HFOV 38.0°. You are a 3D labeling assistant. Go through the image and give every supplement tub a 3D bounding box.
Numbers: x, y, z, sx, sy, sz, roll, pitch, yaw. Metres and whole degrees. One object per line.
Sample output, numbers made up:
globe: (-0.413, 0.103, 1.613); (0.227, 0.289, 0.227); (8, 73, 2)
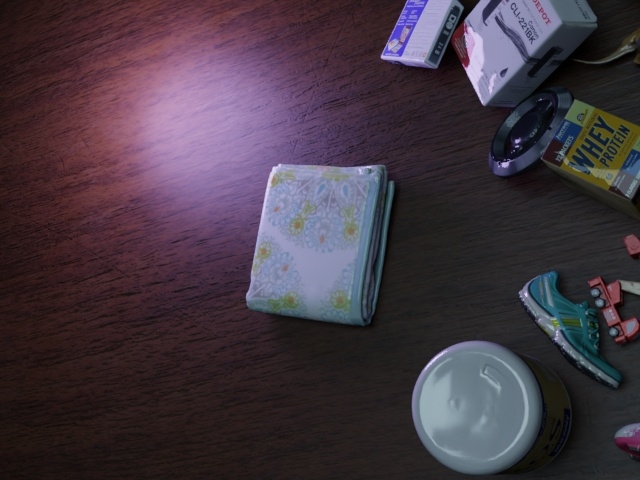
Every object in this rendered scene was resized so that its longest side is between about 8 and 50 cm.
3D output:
supplement tub: (0.340, 0.325, 1.773); (0.241, 0.331, 0.241); (-7, 75, 27)

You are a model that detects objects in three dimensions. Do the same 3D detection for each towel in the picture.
towel: (0.000, 0.000, 2.182); (0.320, 0.090, 0.375); (5, 80, 32)

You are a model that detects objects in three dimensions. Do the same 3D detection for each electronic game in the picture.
electronic game: (0.441, -0.228, 1.956); (0.229, 0.048, 0.229); (-45, 23, 25)

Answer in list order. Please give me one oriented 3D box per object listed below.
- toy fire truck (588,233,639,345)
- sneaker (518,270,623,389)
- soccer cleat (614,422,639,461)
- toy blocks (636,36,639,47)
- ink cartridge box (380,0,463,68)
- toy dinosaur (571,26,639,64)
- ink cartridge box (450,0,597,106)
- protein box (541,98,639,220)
toy fire truck: (0.611, 0.099, 1.846); (0.135, 0.047, 0.192); (-27, 67, 19)
sneaker: (0.510, 0.175, 1.855); (0.110, 0.107, 0.275); (-38, 63, 5)
soccer cleat: (0.716, 0.355, 1.704); (0.331, 0.116, 0.143); (4, 64, 27)
toy blocks: (0.690, -0.556, 1.839); (0.309, 0.260, 0.289); (-41, 102, -18)
ink cartridge box: (0.243, -0.501, 2.139); (0.206, 0.045, 0.208); (28, 95, 62)
toy dinosaur: (0.651, -0.407, 1.950); (0.211, 0.064, 0.112); (-40, 45, 4)
ink cartridge box: (0.424, -0.442, 1.971); (0.273, 0.114, 0.197); (-48, 56, 46)
protein box: (0.576, -0.153, 1.836); (0.199, 0.201, 0.136); (31, 94, 31)
